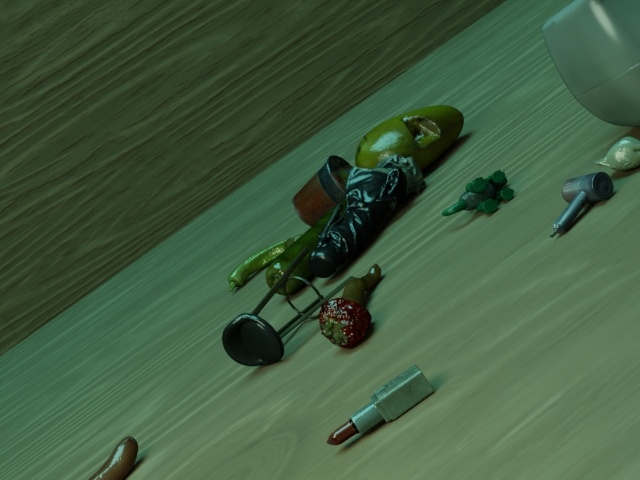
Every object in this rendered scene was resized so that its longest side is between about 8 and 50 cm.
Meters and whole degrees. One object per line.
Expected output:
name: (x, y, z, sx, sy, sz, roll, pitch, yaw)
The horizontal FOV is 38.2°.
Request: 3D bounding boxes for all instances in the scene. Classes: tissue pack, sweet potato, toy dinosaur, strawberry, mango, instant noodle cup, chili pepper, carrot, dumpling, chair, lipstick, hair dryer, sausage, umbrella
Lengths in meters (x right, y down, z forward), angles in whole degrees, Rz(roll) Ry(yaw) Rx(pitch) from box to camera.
tissue pack: (0.511, -0.309, 1.320, 0.333, 0.236, 0.229, -36, 4, -13)
sweet potato: (0.055, 0.080, 1.408, 0.044, 0.044, 0.179, -28, 12, 25)
toy dinosaur: (0.252, -0.071, 1.472, 0.132, 0.059, 0.096, -28, 3, -12)
strawberry: (0.039, 0.109, 1.289, 0.073, 0.073, 0.083, -22, 2, 44)
mango: (0.191, -0.208, 1.963, 0.262, 0.130, 0.167, -35, 16, -27)
instant noodle cup: (0.014, -0.102, 2.053, 0.136, 0.127, 0.127, -38, 9, 28)
chili pepper: (-0.126, 0.040, 2.026, 0.208, 0.043, 0.049, -36, 0, -14)
carrot: (0.000, 0.000, 1.804, 0.074, 0.074, 0.358, -25, 12, 36)
dumpling: (0.416, -0.117, 1.247, 0.077, 0.043, 0.059, -45, -11, 27)
chair: (-0.048, 0.112, 1.449, 0.095, 0.104, 0.221, 6, 36, 45)
lipstick: (0.061, 0.187, 1.013, 0.129, 0.030, 0.030, -35, 13, -3)
hair dryer: (0.328, -0.042, 1.208, 0.114, 0.037, 0.063, -47, 15, -23)
sausage: (-0.328, 0.357, 1.330, 0.043, 0.043, 0.186, -18, 20, 51)
umbrella: (0.079, -0.057, 1.724, 0.113, 0.106, 0.357, -4, 30, 37)
